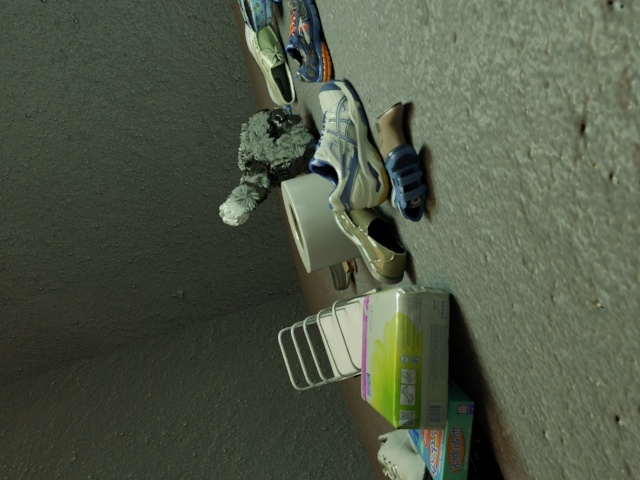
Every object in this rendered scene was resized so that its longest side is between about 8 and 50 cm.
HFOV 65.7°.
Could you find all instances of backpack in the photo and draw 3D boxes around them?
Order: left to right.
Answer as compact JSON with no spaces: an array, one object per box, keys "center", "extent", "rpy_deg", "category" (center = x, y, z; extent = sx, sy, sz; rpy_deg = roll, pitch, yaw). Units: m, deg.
[{"center":[-0.178,-0.699,1.431],"extent":[0.158,0.117,0.173],"rpy_deg":[-120,16,-59],"category":"backpack"}]

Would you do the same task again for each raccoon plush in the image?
[{"center":[-0.174,-0.207,1.554],"extent":[0.216,0.446,0.299],"rpy_deg":[37,163,12],"category":"raccoon plush"}]

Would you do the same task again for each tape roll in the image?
[{"center":[0.015,-0.056,1.266],"extent":[0.246,0.169,0.246],"rpy_deg":[162,90,-82],"category":"tape roll"}]

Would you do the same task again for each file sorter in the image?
[{"center":[0.044,0.273,1.317],"extent":[0.278,0.173,0.192],"rpy_deg":[-35,69,46],"category":"file sorter"}]

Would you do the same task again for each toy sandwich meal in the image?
[{"center":[0.087,0.067,1.536],"extent":[0.085,0.029,0.085],"rpy_deg":[163,90,-82],"category":"toy sandwich meal"}]

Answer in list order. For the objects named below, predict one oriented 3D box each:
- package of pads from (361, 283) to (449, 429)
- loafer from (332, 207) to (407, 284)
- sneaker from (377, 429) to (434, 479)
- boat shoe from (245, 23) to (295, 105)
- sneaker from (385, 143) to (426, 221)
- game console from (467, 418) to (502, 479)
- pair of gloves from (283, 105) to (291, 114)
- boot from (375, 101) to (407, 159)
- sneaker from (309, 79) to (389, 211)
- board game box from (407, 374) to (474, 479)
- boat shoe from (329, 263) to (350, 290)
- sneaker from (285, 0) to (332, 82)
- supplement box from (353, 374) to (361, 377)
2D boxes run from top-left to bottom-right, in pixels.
[{"center":[0.148,0.200,0.913],"extent":[0.296,0.101,0.229],"rpy_deg":[129,145,-79],"category":"package of pads"},{"center":[0.110,-0.027,1.027],"extent":[0.251,0.095,0.087],"rpy_deg":[57,141,31],"category":"loafer"},{"center":[0.207,0.547,1.198],"extent":[0.297,0.130,0.110],"rpy_deg":[-11,-90,-86],"category":"sneaker"},{"center":[-0.149,-0.586,1.613],"extent":[0.094,0.109,0.302],"rpy_deg":[31,149,56],"category":"boat shoe"},{"center":[0.138,-0.087,0.770],"extent":[0.144,0.053,0.059],"rpy_deg":[69,179,-48],"category":"sneaker"},{"center":[0.303,0.501,0.899],"extent":[0.213,0.044,0.361],"rpy_deg":[98,155,-73],"category":"game console"},{"center":[-0.142,-0.559,1.835],"extent":[0.198,0.023,0.159],"rpy_deg":[88,163,-60],"category":"pair of gloves"},{"center":[0.122,-0.160,0.786],"extent":[0.118,0.042,0.086],"rpy_deg":[144,103,-83],"category":"boot"},{"center":[0.031,-0.196,0.995],"extent":[0.112,0.131,0.296],"rpy_deg":[86,166,-67],"category":"sneaker"},{"center":[0.213,0.326,0.909],"extent":[0.210,0.047,0.159],"rpy_deg":[-134,47,-82],"category":"board game box"},{"center":[0.000,0.000,1.632],"extent":[0.132,0.130,0.355],"rpy_deg":[162,91,-83],"category":"boat shoe"},{"center":[-0.042,-0.455,1.104],"extent":[0.083,0.087,0.221],"rpy_deg":[139,114,-81],"category":"sneaker"},{"center":[0.133,0.330,1.504],"extent":[0.188,0.104,0.080],"rpy_deg":[83,168,-51],"category":"supplement box"}]
